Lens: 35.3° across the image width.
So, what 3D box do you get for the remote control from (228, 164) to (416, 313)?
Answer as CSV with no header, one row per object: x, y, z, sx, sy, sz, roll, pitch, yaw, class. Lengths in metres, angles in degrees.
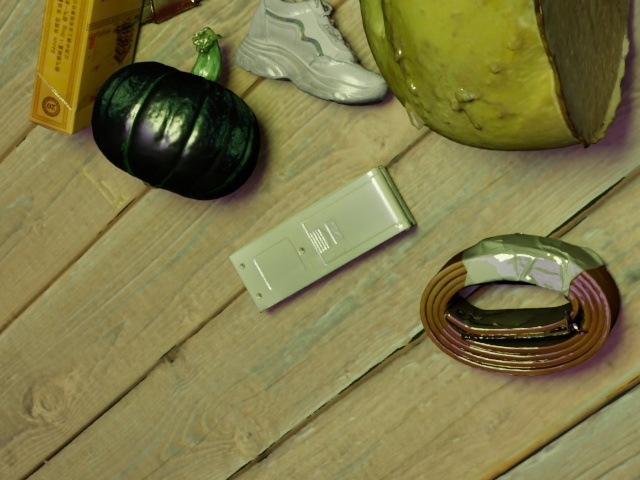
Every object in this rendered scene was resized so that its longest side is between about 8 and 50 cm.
0.000,0.000,1.501,0.277,0.055,0.103,-30,87,23,remote control

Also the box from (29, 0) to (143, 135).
-0.338,-0.310,1.485,0.076,0.174,0.274,21,116,10,box

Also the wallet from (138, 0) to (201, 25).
-0.241,-0.410,1.534,0.255,0.031,0.137,-16,98,25,wallet

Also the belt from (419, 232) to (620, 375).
0.273,0.086,1.389,0.261,0.105,0.184,-5,99,24,belt

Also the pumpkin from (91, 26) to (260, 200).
-0.193,-0.186,1.449,0.248,0.248,0.248,3,100,20,pumpkin

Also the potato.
0.183,-0.329,1.210,0.319,0.385,0.442,0,88,32,potato

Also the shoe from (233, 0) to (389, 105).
-0.003,-0.278,1.435,0.245,0.095,0.138,24,109,22,shoe
